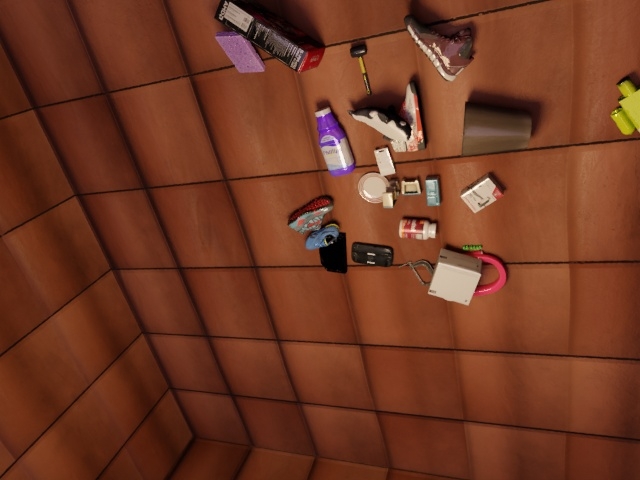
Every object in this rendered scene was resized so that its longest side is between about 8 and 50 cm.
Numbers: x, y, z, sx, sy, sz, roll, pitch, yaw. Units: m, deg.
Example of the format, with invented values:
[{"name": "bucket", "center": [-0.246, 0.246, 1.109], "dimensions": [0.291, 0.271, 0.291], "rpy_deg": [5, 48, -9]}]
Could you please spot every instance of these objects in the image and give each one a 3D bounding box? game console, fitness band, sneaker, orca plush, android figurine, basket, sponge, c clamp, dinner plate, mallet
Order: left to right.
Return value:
[{"name": "sponge", "center": [-0.314, -0.745, 1.874], "dimensions": [0.117, 0.031, 0.210], "rpy_deg": [5, 162, 21]}, {"name": "sneaker", "center": [-0.025, -0.111, 2.197], "dimensions": [0.262, 0.104, 0.125], "rpy_deg": [-25, 125, 36]}, {"name": "sneaker", "center": [0.000, 0.000, 2.190], "dimensions": [0.209, 0.082, 0.069], "rpy_deg": [-31, 121, 34]}, {"name": "game console", "center": [0.165, 0.071, 2.245], "dimensions": [0.361, 0.044, 0.213], "rpy_deg": [8, 122, 19]}, {"name": "mallet", "center": [0.174, -0.654, 1.813], "dimensions": [0.062, 0.039, 0.189], "rpy_deg": [-14, 118, 26]}, {"name": "dinner plate", "center": [0.234, -0.229, 2.051], "dimensions": [0.141, 0.017, 0.141], "rpy_deg": [11, 123, 17]}, {"name": "orca plush", "center": [0.246, -0.469, 1.816], "dimensions": [0.287, 0.102, 0.151], "rpy_deg": [28, 164, 48]}, {"name": "sneaker", "center": [0.319, -0.469, 1.828], "dimensions": [0.145, 0.090, 0.270], "rpy_deg": [-4, 120, 21]}, {"name": "c clamp", "center": [0.463, 0.152, 2.187], "dimensions": [0.137, 0.022, 0.160], "rpy_deg": [-32, 102, 36]}, {"name": "sneaker", "center": [0.428, -0.708, 1.644], "dimensions": [0.162, 0.106, 0.281], "rpy_deg": [-35, 112, 29]}, {"name": "fitness band", "center": [0.666, 0.152, 2.090], "dimensions": [0.291, 0.054, 0.209], "rpy_deg": [-14, 116, 29]}, {"name": "basket", "center": [0.633, -0.401, 1.711], "dimensions": [0.227, 0.154, 0.204], "rpy_deg": [3, 118, 16]}, {"name": "android figurine", "center": [1.103, -0.443, 1.547], "dimensions": [0.273, 0.056, 0.248], "rpy_deg": [47, 125, -9]}]

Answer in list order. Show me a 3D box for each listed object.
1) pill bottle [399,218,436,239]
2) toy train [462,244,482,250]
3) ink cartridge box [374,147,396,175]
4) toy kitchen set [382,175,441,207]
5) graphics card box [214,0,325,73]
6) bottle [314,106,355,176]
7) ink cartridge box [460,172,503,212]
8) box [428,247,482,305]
[{"name": "pill bottle", "center": [0.422, -0.048, 2.043], "dimensions": [0.152, 0.086, 0.086], "rpy_deg": [5, 121, 18]}, {"name": "toy train", "center": [0.655, 0.031, 2.039], "dimensions": [0.083, 0.017, 0.023], "rpy_deg": [0, 129, 22]}, {"name": "ink cartridge box", "center": [0.270, -0.330, 1.969], "dimensions": [0.063, 0.029, 0.115], "rpy_deg": [-9, 114, 27]}, {"name": "toy kitchen set", "center": [0.375, -0.173, 1.936], "dimensions": [0.207, 0.166, 0.122], "rpy_deg": [-1, 119, 23]}, {"name": "graphics card box", "center": [-0.179, -0.770, 1.759], "dimensions": [0.371, 0.233, 0.094], "rpy_deg": [33, 121, 1]}, {"name": "bottle", "center": [0.054, -0.410, 1.968], "dimensions": [0.118, 0.092, 0.282], "rpy_deg": [-8, 116, 27]}, {"name": "ink cartridge box", "center": [0.643, -0.187, 1.887], "dimensions": [0.099, 0.056, 0.135], "rpy_deg": [46, 125, -10]}, {"name": "box", "center": [0.573, 0.155, 2.018], "dimensions": [0.181, 0.119, 0.181], "rpy_deg": [16, 126, 10]}]
